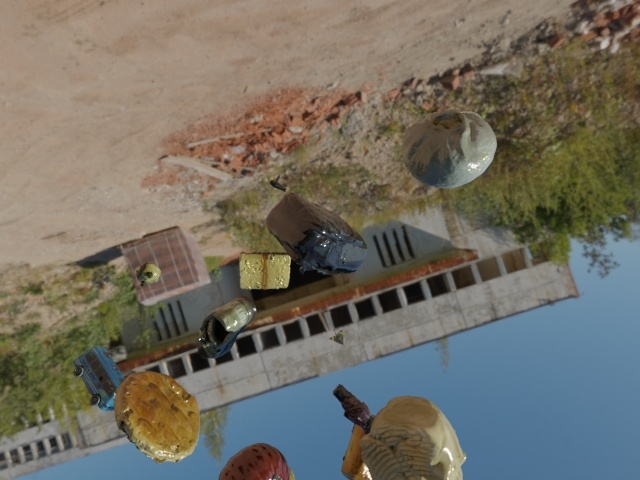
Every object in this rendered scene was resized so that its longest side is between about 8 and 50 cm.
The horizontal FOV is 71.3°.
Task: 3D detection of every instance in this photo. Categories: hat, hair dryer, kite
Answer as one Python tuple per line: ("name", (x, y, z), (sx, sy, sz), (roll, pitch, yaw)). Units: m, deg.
("hat", (-0.609, 0.123, 1.575), (0.077, 0.059, 0.076), (-28, 136, 13))
("hair dryer", (-0.173, -0.249, 1.904), (0.031, 0.079, 0.083), (-46, -160, 44))
("kite", (0.082, 0.453, 2.094), (0.004, 0.090, 0.122), (-43, 162, 34))

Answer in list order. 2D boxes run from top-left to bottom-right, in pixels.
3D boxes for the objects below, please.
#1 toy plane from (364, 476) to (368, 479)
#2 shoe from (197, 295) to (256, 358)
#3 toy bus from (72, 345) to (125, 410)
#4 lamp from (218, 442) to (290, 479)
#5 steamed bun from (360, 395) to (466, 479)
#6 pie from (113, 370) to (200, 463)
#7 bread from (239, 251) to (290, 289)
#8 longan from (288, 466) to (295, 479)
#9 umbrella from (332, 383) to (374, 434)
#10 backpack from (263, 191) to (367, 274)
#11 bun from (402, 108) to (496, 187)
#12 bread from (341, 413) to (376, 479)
("toy plane", (0.115, 1.015, 1.774), (0.255, 0.251, 0.101), (-18, -141, -14))
("shoe", (-0.314, 0.273, 1.298), (0.293, 0.109, 0.149), (-47, 166, 31))
("toy bus", (-0.876, 0.555, 1.796), (0.134, 0.246, 0.113), (-39, 161, -11))
("lamp", (-0.258, 0.947, 1.738), (0.303, 0.303, 0.257), (-17, -152, -41))
("steamed bun", (0.259, 0.565, 1.214), (0.276, 0.289, 0.203), (-5, -166, 40))
("pie", (-0.526, 0.566, 1.455), (0.083, 0.339, 0.339), (-42, 175, 9))
("bread", (-0.284, 0.106, 2.306), (0.263, 0.198, 0.236), (0, 138, -6))
("longan", (-0.191, 1.056, 1.988), (0.155, 0.176, 0.145), (-27, 170, 32))
("umbrella", (0.170, 0.717, 1.805), (0.090, 0.326, 0.094), (-49, 172, 28))
("backpack", (0.000, 0.000, 1.794), (0.446, 0.363, 0.255), (20, 111, -44))
("bun", (0.481, -0.369, 1.702), (0.362, 0.211, 0.362), (-16, -136, 16))
("bread", (0.290, 1.081, 2.261), (0.148, 0.328, 0.337), (-13, -136, 54))
